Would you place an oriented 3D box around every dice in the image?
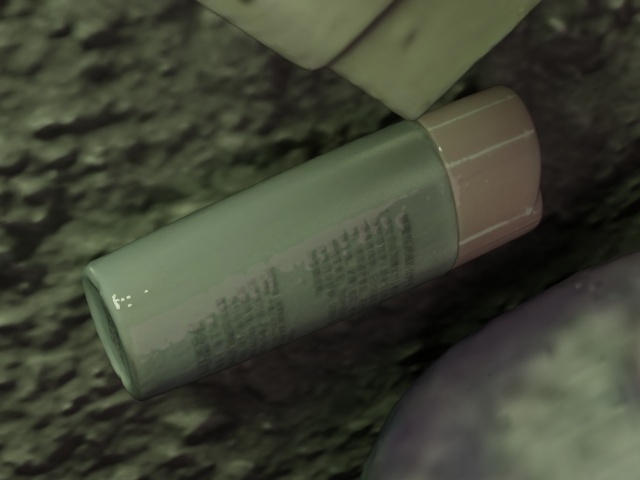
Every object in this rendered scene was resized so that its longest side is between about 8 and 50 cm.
[{"bbox_3d":[0.194,0.176,0.917,0.271,0.270,0.270,-28,143,10],"label":"dice"}]

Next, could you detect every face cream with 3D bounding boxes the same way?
[{"bbox_3d":[0.000,0.000,0.797,0.198,0.057,0.084,-24,140,-17],"label":"face cream"}]

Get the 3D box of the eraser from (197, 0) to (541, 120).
[{"bbox_3d":[-0.052,-0.141,0.558,0.081,0.124,0.279,-46,140,14],"label":"eraser"}]
